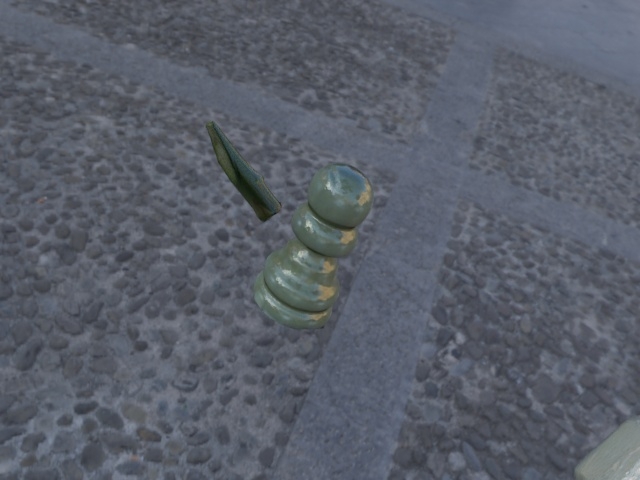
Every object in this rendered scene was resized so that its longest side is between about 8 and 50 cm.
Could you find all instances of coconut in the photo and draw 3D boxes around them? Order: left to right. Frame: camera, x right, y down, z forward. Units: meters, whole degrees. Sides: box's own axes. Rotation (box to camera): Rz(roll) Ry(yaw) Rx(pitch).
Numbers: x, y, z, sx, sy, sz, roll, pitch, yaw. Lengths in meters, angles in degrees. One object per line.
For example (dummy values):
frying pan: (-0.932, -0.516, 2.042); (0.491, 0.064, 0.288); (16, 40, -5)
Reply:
coconut: (0.561, 0.435, 1.066); (0.245, 0.247, 0.245); (44, 7, -7)

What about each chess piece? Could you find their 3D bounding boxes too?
chess piece: (0.000, 0.000, 1.255); (0.182, 0.331, 0.182); (20, 28, -11)

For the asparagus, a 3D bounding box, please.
asparagus: (-0.125, -0.106, 0.982); (0.178, 0.045, 0.041); (52, 23, -23)
